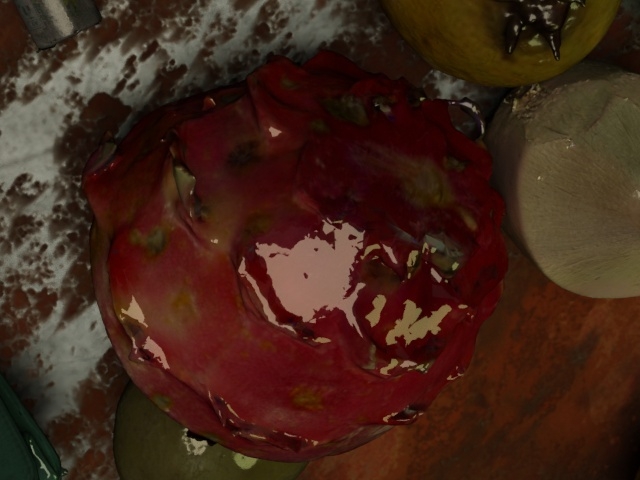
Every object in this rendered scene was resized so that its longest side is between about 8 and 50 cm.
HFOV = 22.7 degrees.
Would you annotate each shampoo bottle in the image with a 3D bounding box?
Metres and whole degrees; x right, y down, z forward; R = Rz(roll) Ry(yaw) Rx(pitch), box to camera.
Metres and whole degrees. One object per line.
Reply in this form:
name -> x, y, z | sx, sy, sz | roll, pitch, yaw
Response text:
shampoo bottle -> -0.265, -0.275, 1.400 | 0.072, 0.072, 0.214 | -25, 107, -2

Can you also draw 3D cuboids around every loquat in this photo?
loquat -> 0.153, -0.246, 1.386 | 0.243, 0.244, 0.244 | -2, 105, -8

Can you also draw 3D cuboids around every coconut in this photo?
coconut -> 0.263, -0.057, 1.455 | 0.224, 0.234, 0.224 | -2, 102, -8

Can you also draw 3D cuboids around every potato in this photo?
potato -> -0.087, 0.161, 1.501 | 0.235, 0.160, 0.178 | -47, 147, -9

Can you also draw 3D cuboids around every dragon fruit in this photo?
dragon fruit -> 0.000, 0.000, 1.364 | 0.386, 0.249, 0.371 | 26, 65, -21

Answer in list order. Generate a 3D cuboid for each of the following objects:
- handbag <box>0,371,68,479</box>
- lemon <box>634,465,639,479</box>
handbag -> -0.405, 0.188, 1.426 | 0.268, 0.100, 0.274 | -34, 79, 3
lemon -> 0.443, 0.289, 1.569 | 0.260, 0.260, 0.284 | -35, 106, 1
